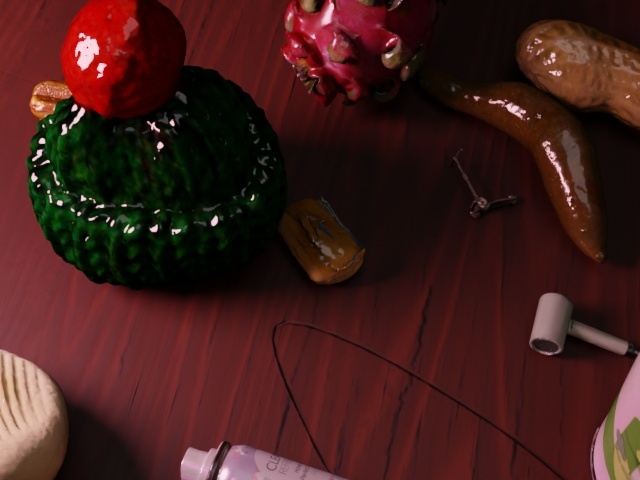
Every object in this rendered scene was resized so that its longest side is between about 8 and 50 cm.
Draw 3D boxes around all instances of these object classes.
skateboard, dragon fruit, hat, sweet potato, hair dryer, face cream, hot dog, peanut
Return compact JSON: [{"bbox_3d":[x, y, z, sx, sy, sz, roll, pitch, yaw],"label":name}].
[{"bbox_3d":[0.193,-0.072,1.275,0.063,0.032,0.083,-14,63,-25],"label":"skateboard"},{"bbox_3d":[0.059,-0.290,1.302,0.218,0.198,0.273,55,33,-22],"label":"dragon fruit"},{"bbox_3d":[-0.169,-0.103,1.079,0.274,0.332,0.242,-21,61,-14],"label":"hat"},{"bbox_3d":[0.256,-0.126,1.285,0.108,0.079,0.346,-37,65,-11],"label":"sweet potato"},{"bbox_3d":[0.295,0.109,1.174,0.124,0.038,0.063,22,60,-1],"label":"hair dryer"},{"bbox_3d":[-0.025,0.253,1.026,0.229,0.075,0.075,17,59,4],"label":"face cream"},{"bbox_3d":[-0.275,-0.160,1.276,0.144,0.038,0.062,6,56,-5],"label":"hot dog"},{"bbox_3d":[0.350,-0.203,1.333,0.226,0.095,0.108,23,75,4],"label":"peanut"}]

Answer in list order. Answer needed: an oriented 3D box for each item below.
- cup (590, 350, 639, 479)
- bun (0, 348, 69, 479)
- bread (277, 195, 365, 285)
[{"bbox_3d":[0.387,0.173,0.998,0.253,0.274,0.253,2,61,-4],"label":"cup"},{"bbox_3d":[-0.349,0.195,1.009,0.222,0.127,0.222,5,28,-3],"label":"bun"},{"bbox_3d":[0.000,0.000,1.197,0.072,0.053,0.106,-24,59,-23],"label":"bread"}]
